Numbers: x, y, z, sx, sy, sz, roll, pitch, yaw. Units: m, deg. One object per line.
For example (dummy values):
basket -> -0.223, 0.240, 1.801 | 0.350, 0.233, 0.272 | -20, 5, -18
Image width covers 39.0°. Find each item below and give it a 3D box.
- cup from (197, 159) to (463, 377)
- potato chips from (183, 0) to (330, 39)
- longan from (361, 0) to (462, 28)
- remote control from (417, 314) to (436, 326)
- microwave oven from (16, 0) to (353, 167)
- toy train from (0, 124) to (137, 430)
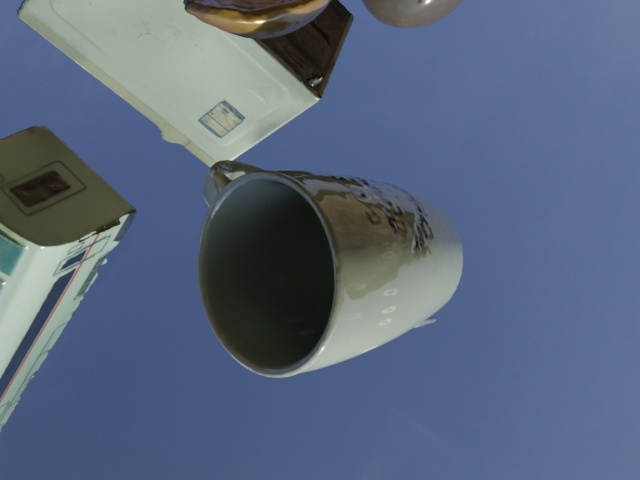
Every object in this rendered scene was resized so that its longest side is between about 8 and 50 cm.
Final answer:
cup -> 0.000, 0.000, 0.911 | 0.234, 0.186, 0.258 | -7, -137, -49
potato chips -> -0.055, -0.228, 0.864 | 0.150, 0.049, 0.202 | -6, -150, -4
longan -> 0.143, -0.428, 1.405 | 0.198, 0.198, 0.212 | -13, -147, -23
remote control -> 0.121, 0.095, 1.195 | 0.027, 0.184, 0.050 | -46, -103, 8
microwave oven -> -0.172, -0.319, 1.239 | 0.355, 0.286, 0.218 | 38, -132, -22
toy train -> -0.261, 0.095, 0.636 | 0.086, 0.407, 0.088 | 42, -143, 3
